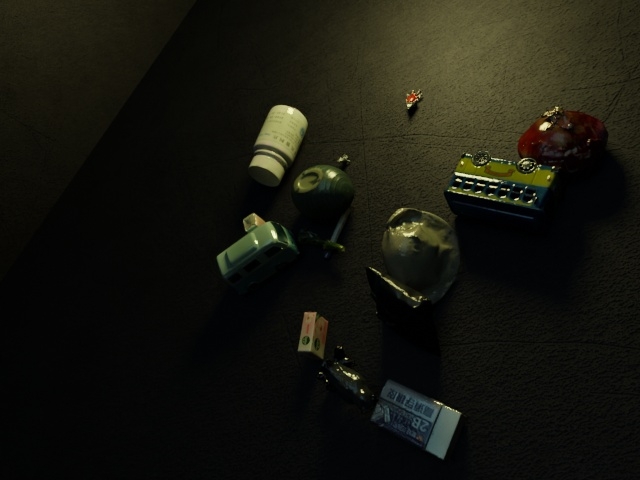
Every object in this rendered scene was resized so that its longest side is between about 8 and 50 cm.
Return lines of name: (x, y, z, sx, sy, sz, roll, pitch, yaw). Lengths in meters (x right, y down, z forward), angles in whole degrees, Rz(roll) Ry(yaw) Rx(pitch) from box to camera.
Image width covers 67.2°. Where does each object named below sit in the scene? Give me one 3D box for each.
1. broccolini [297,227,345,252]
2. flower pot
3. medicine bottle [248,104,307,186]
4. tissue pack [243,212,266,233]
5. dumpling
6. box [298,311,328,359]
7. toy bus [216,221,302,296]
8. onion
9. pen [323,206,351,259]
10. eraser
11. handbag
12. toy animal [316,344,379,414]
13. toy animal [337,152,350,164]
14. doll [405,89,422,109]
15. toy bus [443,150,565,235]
broccolini: (0.002, -0.002, 1.625, 0.216, 0.067, 0.058, 15, 112, 49)
flower pot: (0.005, -0.169, 1.680, 0.242, 0.157, 0.190, 0, 64, 46)
medicine bottle: (-0.172, -0.373, 1.902, 0.170, 0.170, 0.293, 8, 66, 34)
tissue pack: (-0.238, -0.047, 1.794, 0.058, 0.094, 0.074, -29, 50, 14)
dumpling: (0.279, 0.050, 1.408, 0.163, 0.204, 0.293, -27, 73, 59)
box: (-0.021, 0.291, 1.468, 0.043, 0.089, 0.125, -5, 61, 27)
toy bus: (-0.219, 0.052, 1.678, 0.271, 0.165, 0.133, -35, 50, 8)
onion: (0.677, -0.296, 1.352, 0.229, 0.164, 0.230, -11, 39, 9)
pen: (0.057, -0.026, 1.655, 0.025, 0.025, 0.204, 13, 70, 35)
eraser: (0.246, 0.454, 1.227, 0.210, 0.068, 0.125, 17, 72, 36)
handbag: (0.219, 0.188, 1.288, 0.088, 0.254, 0.211, -43, 46, -20)
toy animal: (0.074, 0.377, 1.315, 0.121, 0.117, 0.210, -49, 31, -11)
toy animal: (0.089, -0.298, 1.794, 0.028, 0.050, 0.084, -44, 11, 31)
doll: (0.336, -0.515, 1.774, 0.057, 0.039, 0.114, 24, 58, 5)
toy bus: (0.522, -0.138, 1.373, 0.287, 0.138, 0.175, 18, 72, 37)
